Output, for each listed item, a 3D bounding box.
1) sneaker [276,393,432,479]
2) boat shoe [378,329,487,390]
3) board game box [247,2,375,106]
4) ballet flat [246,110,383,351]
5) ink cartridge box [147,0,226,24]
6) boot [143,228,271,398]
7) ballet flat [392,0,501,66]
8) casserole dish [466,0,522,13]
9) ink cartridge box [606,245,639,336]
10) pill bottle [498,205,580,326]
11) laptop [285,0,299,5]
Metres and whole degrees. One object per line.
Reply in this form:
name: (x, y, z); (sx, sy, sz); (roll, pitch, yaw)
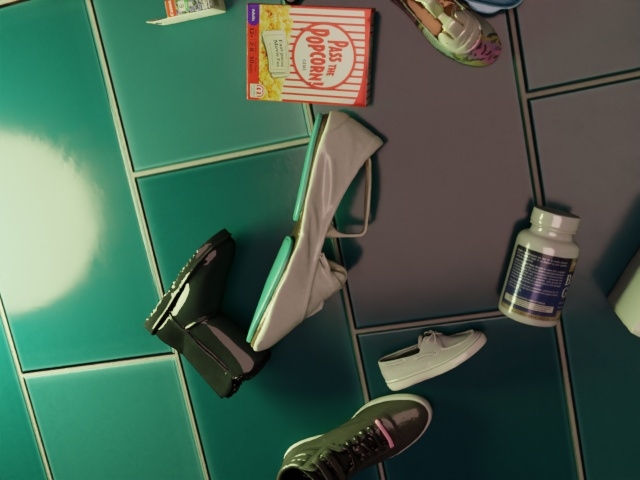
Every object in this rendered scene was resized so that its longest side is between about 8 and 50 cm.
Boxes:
sneaker: (0.053, 0.359, 1.154); (0.295, 0.147, 0.105); (-29, 93, 15)
boat shoe: (0.179, 0.182, 1.138); (0.184, 0.066, 0.063); (-29, 96, 26)
board game box: (-0.016, -0.289, 1.077); (0.193, 0.045, 0.147); (5, 110, 11)
ballet flat: (0.000, 0.000, 1.086); (0.139, 0.139, 0.400); (19, 94, 8)
ink cartridge box: (-0.214, -0.368, 1.100); (0.115, 0.063, 0.029); (-7, 101, 13)
boot: (-0.160, 0.129, 1.178); (0.207, 0.094, 0.246); (39, 109, 3)
ballet flat: (0.172, -0.334, 1.016); (0.221, 0.079, 0.077); (42, 106, 1)
casserole dish: (0.260, -0.424, 1.001); (0.114, 0.037, 0.188); (16, 105, 8)
ink cartridge box: (0.567, 0.089, 0.975); (0.232, 0.168, 0.171); (27, 105, 5)
pill bottle: (0.336, 0.037, 1.052); (0.094, 0.094, 0.169); (14, 105, 9)
laptop: (-0.077, -0.614, 0.929); (0.408, 0.236, 0.382); (46, 107, 0)
